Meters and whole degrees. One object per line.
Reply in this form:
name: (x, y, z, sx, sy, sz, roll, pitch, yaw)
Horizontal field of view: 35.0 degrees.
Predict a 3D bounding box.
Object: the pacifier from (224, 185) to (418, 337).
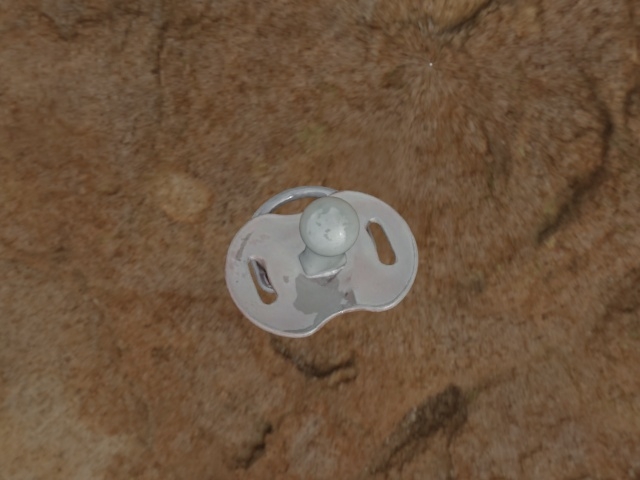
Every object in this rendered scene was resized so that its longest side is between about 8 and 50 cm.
pacifier: (0.000, 0.000, 0.500, 0.099, 0.078, 0.081, -19, 69, -12)
